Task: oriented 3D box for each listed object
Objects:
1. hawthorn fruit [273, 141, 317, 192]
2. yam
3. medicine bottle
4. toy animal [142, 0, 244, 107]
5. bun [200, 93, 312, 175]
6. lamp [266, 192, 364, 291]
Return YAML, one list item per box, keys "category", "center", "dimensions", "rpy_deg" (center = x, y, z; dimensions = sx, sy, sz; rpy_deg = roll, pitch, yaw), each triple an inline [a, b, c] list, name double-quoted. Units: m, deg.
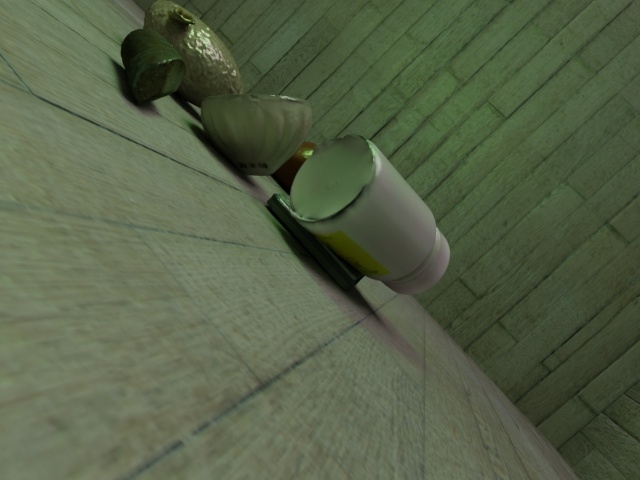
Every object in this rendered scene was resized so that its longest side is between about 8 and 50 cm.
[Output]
- category: "hawthorn fruit"
  center: [-0.099, -0.269, 1.754]
  dimensions: [0.251, 0.199, 0.199]
  rpy_deg: [28, 4, 7]
- category: "yam"
  center: [-0.296, -0.305, 0.885]
  dimensions: [0.106, 0.106, 0.259]
  rpy_deg: [41, 9, -41]
- category: "medicine bottle"
  center: [0.120, -0.039, 1.070]
  dimensions: [0.378, 0.213, 0.213]
  rpy_deg: [38, 10, -42]
- category: "toy animal"
  center: [-0.331, -0.461, 1.287]
  dimensions: [0.358, 0.188, 0.226]
  rpy_deg: [46, 16, -9]
- category: "bun"
  center: [-0.147, -0.238, 1.155]
  dimensions: [0.263, 0.263, 0.175]
  rpy_deg: [-83, 173, -82]
- category: "lamp"
  center: [0.000, 0.000, 1.180]
  dimensions: [0.269, 0.047, 0.266]
  rpy_deg: [48, 10, 5]
